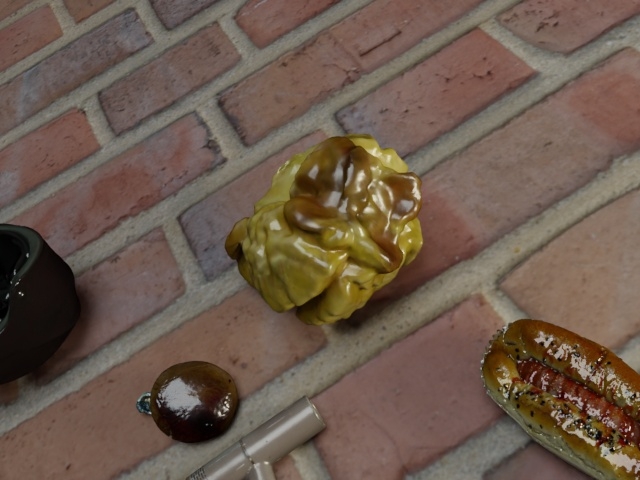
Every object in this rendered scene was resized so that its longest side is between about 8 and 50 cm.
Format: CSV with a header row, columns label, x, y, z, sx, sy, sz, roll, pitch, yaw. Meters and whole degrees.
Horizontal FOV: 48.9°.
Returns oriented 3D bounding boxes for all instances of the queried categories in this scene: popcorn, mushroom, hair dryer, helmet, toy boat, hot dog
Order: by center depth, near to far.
label,x,y,z,sx,sy,sz,roll,pitch,yaw
hot dog,0.311,0.193,0.835,0.144,0.075,0.268,-47,52,-10
hair dryer,-0.042,0.334,0.887,0.195,0.054,0.220,-35,54,-5
mushroom,-0.178,0.225,0.992,0.123,0.052,0.123,4,65,-9
popcorn,0.000,0.000,1.002,0.332,0.225,0.265,-22,38,32
toy boat,-0.232,0.239,1.030,0.083,0.038,0.038,-2,58,19
helmet,-0.516,0.128,1.123,0.305,0.177,0.225,-41,48,0
